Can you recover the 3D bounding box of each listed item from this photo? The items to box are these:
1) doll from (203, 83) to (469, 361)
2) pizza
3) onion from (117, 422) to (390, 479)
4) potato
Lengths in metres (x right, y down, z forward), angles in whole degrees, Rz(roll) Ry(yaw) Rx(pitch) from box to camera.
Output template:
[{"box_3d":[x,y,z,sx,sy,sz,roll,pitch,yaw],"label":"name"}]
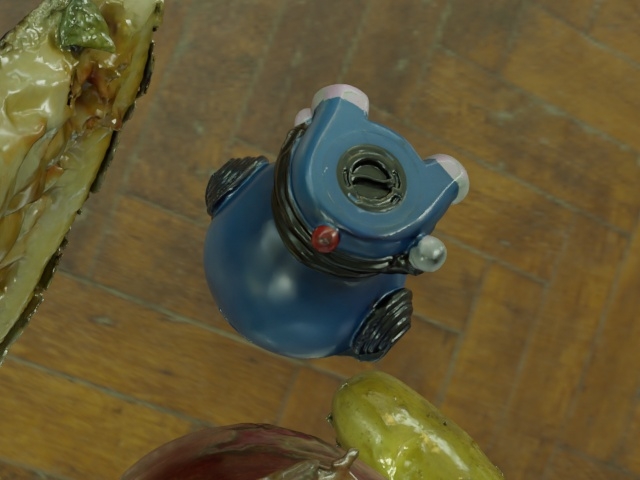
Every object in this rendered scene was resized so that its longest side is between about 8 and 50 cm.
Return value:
[{"box_3d":[0.000,0.000,1.684,0.284,0.310,0.240,46,58,4],"label":"doll"},{"box_3d":[-0.229,-0.020,1.069,0.080,0.435,0.392,33,83,1],"label":"pizza"},{"box_3d":[-0.011,0.272,0.993,0.353,0.353,0.354,-5,99,-30],"label":"onion"},{"box_3d":[0.134,0.292,1.924,0.300,0.173,0.140,44,96,16],"label":"potato"}]
